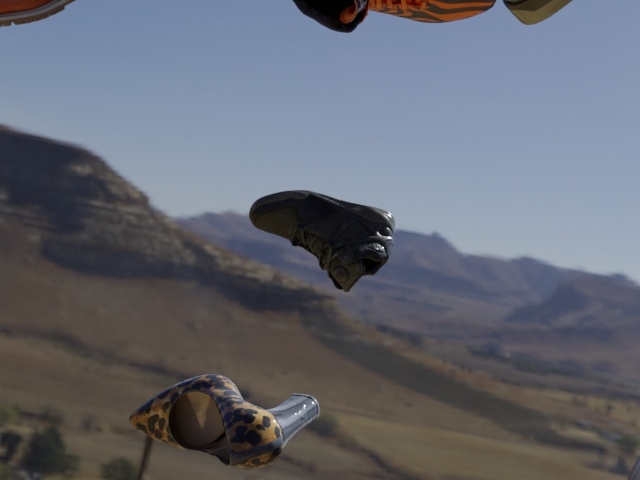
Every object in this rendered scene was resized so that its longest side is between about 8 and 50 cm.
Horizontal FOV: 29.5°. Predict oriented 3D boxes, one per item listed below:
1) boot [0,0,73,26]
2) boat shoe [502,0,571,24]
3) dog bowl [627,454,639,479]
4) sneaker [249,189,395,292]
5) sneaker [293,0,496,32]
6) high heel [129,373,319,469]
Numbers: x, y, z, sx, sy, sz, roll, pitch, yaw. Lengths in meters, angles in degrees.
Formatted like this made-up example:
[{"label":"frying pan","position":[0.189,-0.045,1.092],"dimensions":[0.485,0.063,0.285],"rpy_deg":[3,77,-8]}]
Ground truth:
[{"label":"boot","position":[-0.220,-0.219,0.955],"dimensions":[0.157,0.085,0.059],"rpy_deg":[-28,28,-24]},{"label":"boat shoe","position":[0.245,-0.309,0.981],"dimensions":[0.103,0.302,0.113],"rpy_deg":[40,21,-23]},{"label":"dog bowl","position":[0.398,0.257,0.975],"dimensions":[0.348,0.349,0.102],"rpy_deg":[11,17,3]},{"label":"sneaker","position":[0.000,0.000,1.854],"dimensions":[0.227,0.130,0.087],"rpy_deg":[13,-39,-9]},{"label":"sneaker","position":[0.092,-0.346,1.717],"dimensions":[0.321,0.125,0.180],"rpy_deg":[5,30,6]},{"label":"high heel","position":[-0.151,0.225,1.448],"dimensions":[0.261,0.093,0.186],"rpy_deg":[-6,7,23]}]
